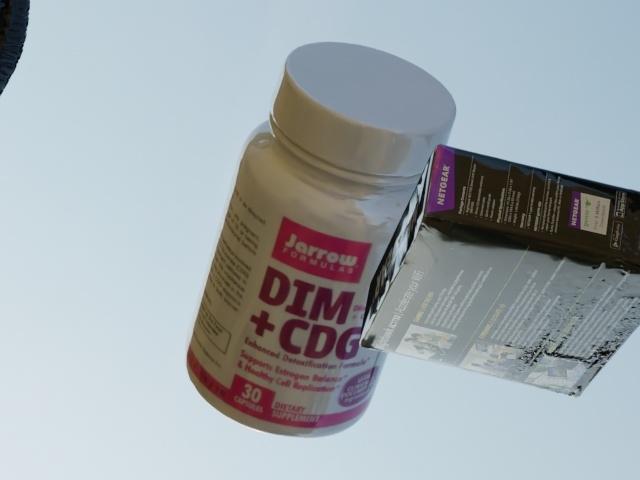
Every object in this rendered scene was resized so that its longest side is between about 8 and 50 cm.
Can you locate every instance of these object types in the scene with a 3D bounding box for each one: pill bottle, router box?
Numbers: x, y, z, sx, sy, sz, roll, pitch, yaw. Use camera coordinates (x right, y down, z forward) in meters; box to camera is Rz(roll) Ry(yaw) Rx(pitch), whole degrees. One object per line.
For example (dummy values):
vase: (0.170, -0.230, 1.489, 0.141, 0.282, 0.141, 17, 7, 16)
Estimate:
pill bottle: (0.000, 0.000, 1.401, 0.160, 0.160, 0.283, 45, -50, 39)
router box: (0.103, 0.021, 0.961, 0.179, 0.133, 0.046, 112, -10, -63)

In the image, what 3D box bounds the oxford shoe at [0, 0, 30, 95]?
oxford shoe: (-0.229, -0.090, 1.006, 0.096, 0.083, 0.227, 29, -74, 29)
